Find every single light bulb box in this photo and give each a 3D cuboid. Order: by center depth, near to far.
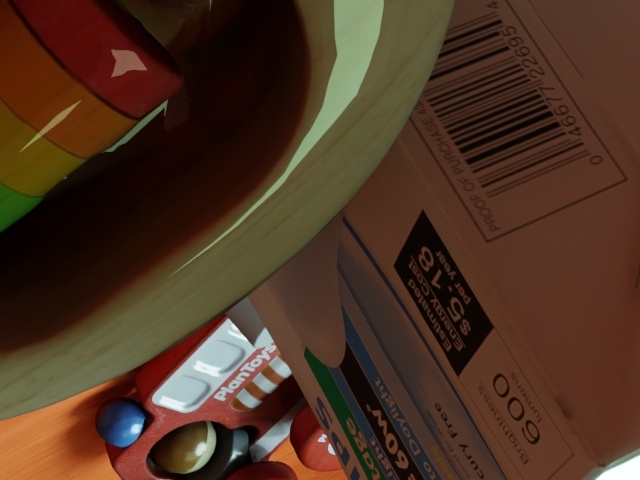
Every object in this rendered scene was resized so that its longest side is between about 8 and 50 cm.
[{"bbox_3d":[0.108,-0.001,0.900,0.225,0.358,0.361,-23,159,-20],"label":"light bulb box"}]

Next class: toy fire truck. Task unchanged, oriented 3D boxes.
[{"bbox_3d":[-0.100,0.172,1.556,0.302,0.169,0.254,-43,137,19],"label":"toy fire truck"}]

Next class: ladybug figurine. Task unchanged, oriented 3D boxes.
[{"bbox_3d":[-0.148,-0.080,0.679,0.449,0.162,0.305,-33,124,11],"label":"ladybug figurine"}]

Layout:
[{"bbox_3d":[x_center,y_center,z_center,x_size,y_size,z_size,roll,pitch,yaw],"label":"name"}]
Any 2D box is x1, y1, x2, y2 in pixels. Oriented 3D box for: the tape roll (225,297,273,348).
[{"bbox_3d":[0.000,0.000,1.339,0.219,0.072,0.219,-41,171,-8],"label":"tape roll"}]
